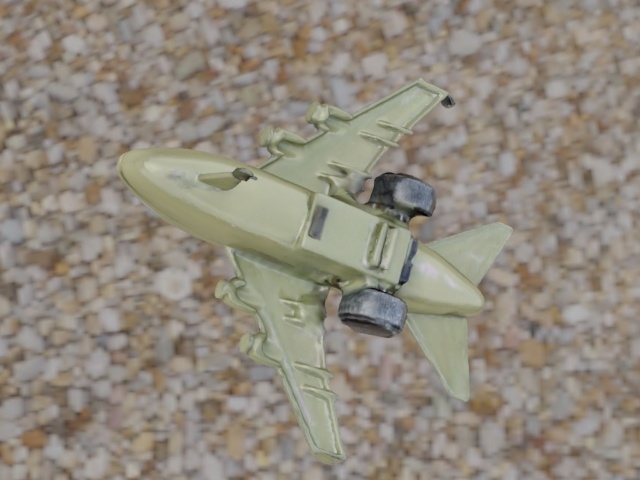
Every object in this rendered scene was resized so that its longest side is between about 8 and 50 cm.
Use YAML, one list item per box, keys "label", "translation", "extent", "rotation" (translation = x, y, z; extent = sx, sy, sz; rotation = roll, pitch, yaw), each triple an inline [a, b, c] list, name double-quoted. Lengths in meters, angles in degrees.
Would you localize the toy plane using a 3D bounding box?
- label: "toy plane"
  translation: [0.000, 0.000, 1.112]
  extent: [0.256, 0.104, 0.241]
  rotation: [26, 74, -34]
